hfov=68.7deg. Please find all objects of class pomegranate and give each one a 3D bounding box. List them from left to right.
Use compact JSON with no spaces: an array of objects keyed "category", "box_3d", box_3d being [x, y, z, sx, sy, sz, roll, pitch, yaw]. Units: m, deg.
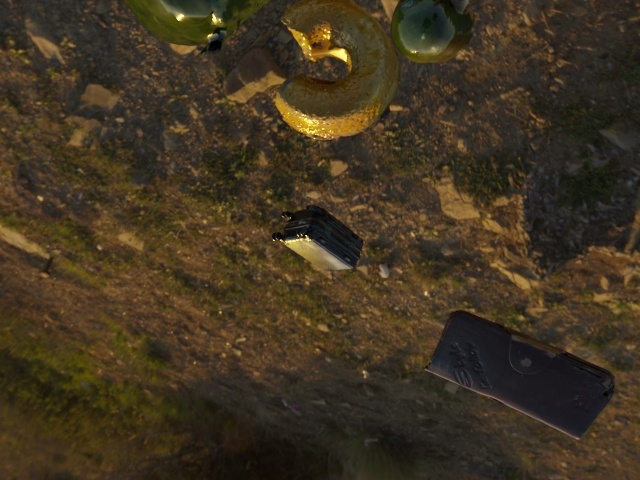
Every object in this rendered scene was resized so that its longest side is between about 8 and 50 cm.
[{"category":"pomegranate","box_3d":[0.222,-0.414,0.852,0.191,0.152,0.131,-45,66,52]}]

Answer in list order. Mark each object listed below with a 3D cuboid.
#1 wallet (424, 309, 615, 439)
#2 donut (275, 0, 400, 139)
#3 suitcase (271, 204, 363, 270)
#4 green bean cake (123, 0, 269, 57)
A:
[{"category":"wallet","box_3d":[0.213,0.146,0.512,0.176,0.026,0.095,24,116,14]},{"category":"donut","box_3d":[0.050,-0.540,1.424,0.377,0.163,0.435,1,87,12]},{"category":"suitcase","box_3d":[0.000,0.000,0.720,0.126,0.059,0.086,36,153,-31]},{"category":"green bean cake","box_3d":[-0.128,-0.278,0.336,0.156,0.250,0.247,-40,122,-5]}]
